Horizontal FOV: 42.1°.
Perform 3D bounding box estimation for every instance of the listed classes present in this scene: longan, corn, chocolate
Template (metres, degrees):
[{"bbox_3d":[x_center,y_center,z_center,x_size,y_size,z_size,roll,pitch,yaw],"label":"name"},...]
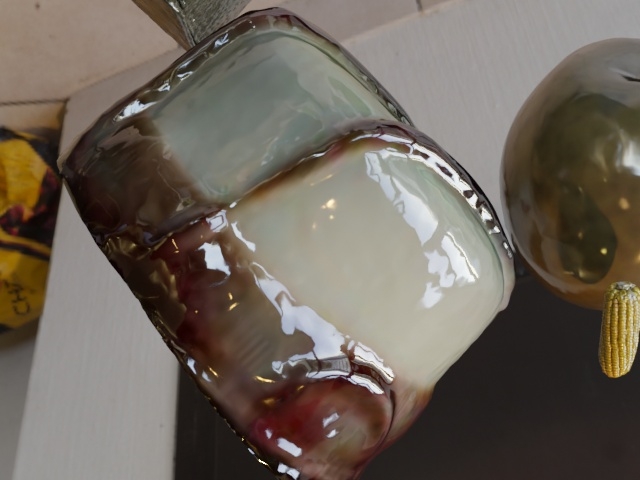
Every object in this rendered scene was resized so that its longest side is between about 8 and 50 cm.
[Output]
[{"bbox_3d":[0.341,-0.081,0.939,0.288,0.350,0.288,8,135,8],"label":"longan"},{"bbox_3d":[0.281,0.084,0.780,0.037,0.037,0.092,-1,110,-4],"label":"corn"},{"bbox_3d":[0.000,0.000,0.505,0.186,0.283,0.283,-36,139,-2],"label":"chocolate"}]

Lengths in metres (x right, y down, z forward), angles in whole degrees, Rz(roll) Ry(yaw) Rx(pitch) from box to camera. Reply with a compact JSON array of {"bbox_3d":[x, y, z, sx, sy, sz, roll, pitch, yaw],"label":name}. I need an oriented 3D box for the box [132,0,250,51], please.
[{"bbox_3d":[-0.128,-0.276,0.697,0.184,0.273,0.143,44,90,-5],"label":"box"}]
